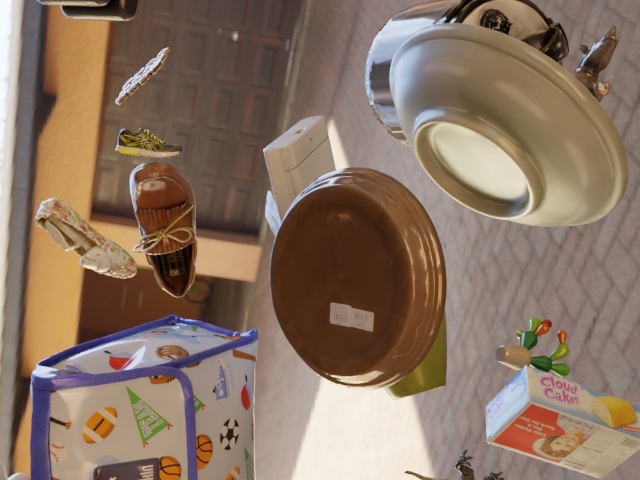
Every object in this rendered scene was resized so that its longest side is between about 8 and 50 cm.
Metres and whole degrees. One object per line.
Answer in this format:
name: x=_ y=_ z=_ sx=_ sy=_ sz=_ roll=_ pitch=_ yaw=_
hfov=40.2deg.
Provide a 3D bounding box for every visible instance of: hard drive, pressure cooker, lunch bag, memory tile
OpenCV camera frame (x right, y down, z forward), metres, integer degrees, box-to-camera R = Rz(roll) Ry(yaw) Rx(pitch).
hard drive: x=0.000 y=0.000 z=1.376 sx=0.233 sy=0.047 sz=0.353 roll=-55 pitch=-45 yaw=-67
pressure cooker: x=0.343 y=-0.384 z=2.027 sx=0.420 sy=0.375 sz=0.370 roll=12 pitch=83 yaw=60
lunch bag: x=-0.257 y=0.308 z=1.282 sx=0.385 sy=0.238 sz=0.328 roll=-10 pitch=-78 yaw=-60
memory tile: x=-0.386 y=-0.357 z=1.896 sx=0.148 sy=0.012 sz=0.113 roll=-35 pitch=26 yaw=23

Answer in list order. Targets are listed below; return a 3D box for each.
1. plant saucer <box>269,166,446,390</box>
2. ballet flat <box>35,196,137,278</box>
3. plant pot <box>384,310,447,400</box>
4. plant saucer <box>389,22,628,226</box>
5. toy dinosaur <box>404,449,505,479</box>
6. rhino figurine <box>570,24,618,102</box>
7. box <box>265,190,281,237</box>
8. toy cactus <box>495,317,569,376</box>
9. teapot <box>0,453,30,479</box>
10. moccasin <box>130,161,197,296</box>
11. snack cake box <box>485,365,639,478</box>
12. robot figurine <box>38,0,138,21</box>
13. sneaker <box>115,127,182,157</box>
plant saucer: x=0.031 y=0.048 z=1.077 sx=0.277 sy=0.041 sz=0.278 roll=2 pitch=94 yaw=42
ballet flat: x=-0.492 y=0.010 z=1.808 sx=0.091 sy=0.241 sz=0.077 roll=-48 pitch=6 yaw=36
plant pot: x=0.203 y=0.234 z=2.160 sx=0.275 sy=0.274 sz=0.294 roll=126 pitch=130 yaw=-70
plant saucer: x=0.250 y=-0.136 z=1.303 sx=0.100 sy=0.400 sz=0.400 roll=-52 pitch=0 yaw=-19
toy dinosaur: x=0.324 y=0.517 z=1.876 sx=0.064 sy=0.268 sz=0.118 roll=-75 pitch=6 yaw=-50
rhino figurine: x=0.401 y=-0.225 z=1.356 sx=0.106 sy=0.073 sz=0.243 roll=20 pitch=-86 yaw=-87
box: x=-0.084 y=-0.044 z=1.867 sx=0.081 sy=0.028 sz=0.136 roll=105 pitch=149 yaw=-46
toy cactus: x=0.435 y=0.250 z=1.810 sx=0.112 sy=0.180 sz=0.219 roll=-35 pitch=45 yaw=51
teapot: x=-0.737 y=0.454 z=1.750 sx=0.187 sy=0.252 sz=0.256 roll=-81 pitch=0 yaw=-48
moccasin: x=-0.336 y=-0.017 z=1.893 sx=0.380 sy=0.139 sz=0.147 roll=98 pitch=164 yaw=-49
snack cake box: x=0.471 y=0.354 z=1.689 sx=0.089 sy=0.264 sz=0.152 roll=-84 pitch=19 yaw=-45
robot figurine: x=-0.255 y=-0.402 z=1.019 sx=0.209 sy=0.173 sz=0.278 roll=-178 pitch=95 yaw=-68
sneaker: x=-0.213 y=-0.122 z=1.089 sx=0.031 sy=0.083 sz=0.035 roll=-107 pitch=21 yaw=-81
